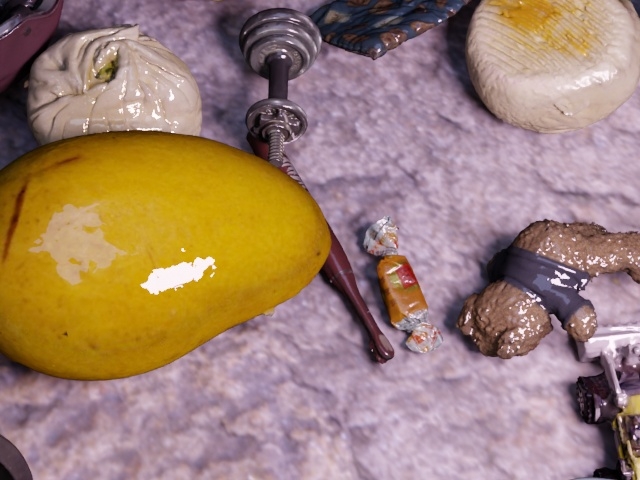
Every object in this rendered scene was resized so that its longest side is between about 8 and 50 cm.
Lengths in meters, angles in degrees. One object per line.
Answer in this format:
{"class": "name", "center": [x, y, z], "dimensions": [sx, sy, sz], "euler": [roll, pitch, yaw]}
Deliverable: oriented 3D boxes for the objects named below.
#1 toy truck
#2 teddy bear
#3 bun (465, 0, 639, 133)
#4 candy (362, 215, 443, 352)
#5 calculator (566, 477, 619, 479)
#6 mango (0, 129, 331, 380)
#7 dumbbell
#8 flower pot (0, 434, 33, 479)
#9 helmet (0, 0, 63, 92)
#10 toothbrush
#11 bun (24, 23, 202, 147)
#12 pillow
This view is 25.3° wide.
{"class": "toy truck", "center": [0.370, 0.206, 1.633], "dimensions": [0.136, 0.111, 0.286], "euler": [-6, 60, -2]}
{"class": "teddy bear", "center": [0.275, 0.039, 1.705], "dimensions": [0.251, 0.129, 0.182], "euler": [-36, 25, -18]}
{"class": "bun", "center": [0.313, -0.242, 1.850], "dimensions": [0.243, 0.153, 0.244], "euler": [-10, 61, 19]}
{"class": "candy", "center": [0.097, 0.058, 1.745], "dimensions": [0.053, 0.046, 0.182], "euler": [-15, 68, -12]}
{"class": "calculator", "center": [0.325, 0.345, 1.534], "dimensions": [0.298, 0.186, 0.041], "euler": [8, 19, 13]}
{"class": "mango", "center": [-0.203, 0.011, 1.670], "dimensions": [0.444, 0.220, 0.301], "euler": [-5, 65, -10]}
{"class": "dumbbell", "center": [-0.055, -0.194, 1.822], "dimensions": [0.110, 0.110, 0.255], "euler": [2, 52, 0]}
{"class": "flower pot", "center": [-0.460, 0.253, 1.545], "dimensions": [0.269, 0.269, 0.166], "euler": [-22, 43, -12]}
{"class": "helmet", "center": [-0.460, -0.324, 1.856], "dimensions": [0.270, 0.197, 0.338], "euler": [10, 55, -5]}
{"class": "toothbrush", "center": [0.001, -0.001, 1.778], "dimensions": [0.040, 0.041, 0.364], "euler": [-25, 65, -13]}
{"class": "bun", "center": [-0.267, -0.181, 1.814], "dimensions": [0.229, 0.145, 0.229], "euler": [2, 59, -3]}
{"class": "pillow", "center": [0.112, -0.324, 1.912], "dimensions": [0.255, 0.034, 0.189], "euler": [-34, 37, -19]}
